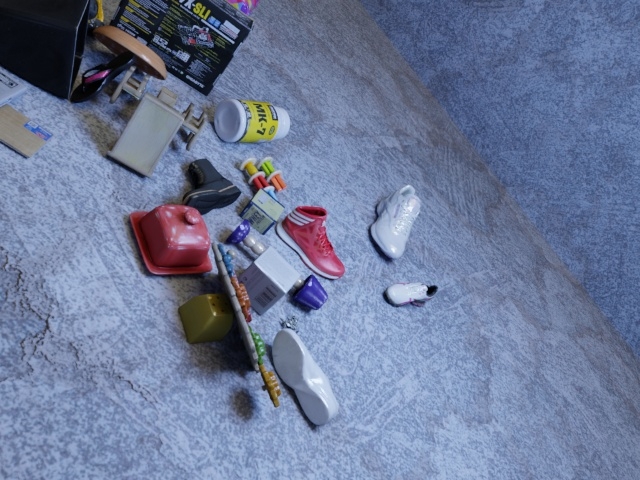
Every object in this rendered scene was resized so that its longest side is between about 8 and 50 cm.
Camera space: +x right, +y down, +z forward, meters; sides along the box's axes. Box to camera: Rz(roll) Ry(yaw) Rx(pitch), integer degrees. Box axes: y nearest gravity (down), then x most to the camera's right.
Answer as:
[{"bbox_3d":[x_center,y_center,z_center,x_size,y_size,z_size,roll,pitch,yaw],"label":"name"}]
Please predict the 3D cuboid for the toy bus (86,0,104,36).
[{"bbox_3d":[-0.641,-0.604,1.344,0.211,0.220,0.150,-1,83,-12],"label":"toy bus"}]

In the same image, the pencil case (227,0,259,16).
[{"bbox_3d":[-0.288,-0.880,2.043,0.104,0.104,0.236,34,35,-18],"label":"pencil case"}]

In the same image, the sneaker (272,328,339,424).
[{"bbox_3d":[-0.028,0.284,1.184,0.212,0.080,0.094,62,25,10],"label":"sneaker"}]

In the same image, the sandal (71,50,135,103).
[{"bbox_3d":[-0.509,-0.386,1.274,0.067,0.179,0.040,39,-12,31],"label":"sandal"}]

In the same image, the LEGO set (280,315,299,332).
[{"bbox_3d":[-0.066,0.197,1.260,0.054,0.023,0.083,26,39,-27],"label":"LEGO set"}]

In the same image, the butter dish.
[{"bbox_3d":[-0.292,-0.020,1.155,0.159,0.118,0.160,0,55,-46],"label":"butter dish"}]

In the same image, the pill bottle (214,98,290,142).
[{"bbox_3d":[-0.192,-0.341,1.587,0.208,0.119,0.119,-12,65,-52],"label":"pill bottle"}]

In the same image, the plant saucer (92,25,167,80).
[{"bbox_3d":[-0.473,-0.477,1.392,0.200,0.037,0.200,30,-2,1],"label":"plant saucer"}]

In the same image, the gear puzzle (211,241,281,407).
[{"bbox_3d":[-0.139,0.166,1.096,0.044,0.175,0.339,-19,65,-13],"label":"gear puzzle"}]

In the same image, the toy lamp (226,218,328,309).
[{"bbox_3d":[-0.097,0.062,1.318,0.274,0.080,0.080,43,34,-7],"label":"toy lamp"}]

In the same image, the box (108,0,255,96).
[{"bbox_3d":[-0.382,-0.585,1.509,0.322,0.257,0.079,29,37,-22],"label":"box"}]

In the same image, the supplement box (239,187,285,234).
[{"bbox_3d":[-0.149,-0.075,1.418,0.083,0.056,0.083,40,35,-10],"label":"supplement box"}]

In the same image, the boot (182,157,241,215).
[{"bbox_3d":[-0.295,-0.136,1.323,0.137,0.077,0.198,47,21,9],"label":"boot"}]

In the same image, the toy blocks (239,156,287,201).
[{"bbox_3d":[-0.140,-0.156,1.513,0.123,0.054,0.148,-14,66,-51],"label":"toy blocks"}]

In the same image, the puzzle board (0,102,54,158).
[{"bbox_3d":[-0.619,-0.225,1.110,0.128,0.011,0.096,35,35,-17],"label":"puzzle board"}]

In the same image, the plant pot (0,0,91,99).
[{"bbox_3d":[-0.614,-0.456,1.214,0.166,0.188,0.188,12,46,-21],"label":"plant pot"}]

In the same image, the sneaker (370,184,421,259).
[{"bbox_3d":[0.244,-0.070,1.750,0.114,0.152,0.305,35,37,-20],"label":"sneaker"}]

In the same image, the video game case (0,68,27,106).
[{"bbox_3d":[-0.727,-0.323,1.072,0.212,0.023,0.193,36,36,-10],"label":"video game case"}]

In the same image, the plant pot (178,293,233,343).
[{"bbox_3d":[-0.219,0.147,1.095,0.081,0.083,0.082,3,54,-45],"label":"plant pot"}]

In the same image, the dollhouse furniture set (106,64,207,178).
[{"bbox_3d":[-0.405,-0.276,1.319,0.212,0.161,0.242,31,15,-22],"label":"dollhouse furniture set"}]

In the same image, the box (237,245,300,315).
[{"bbox_3d":[-0.122,0.090,1.241,0.102,0.101,0.087,45,34,-2],"label":"box"}]

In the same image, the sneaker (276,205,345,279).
[{"bbox_3d":[0.000,0.000,1.437,0.221,0.128,0.087,38,36,-10],"label":"sneaker"}]

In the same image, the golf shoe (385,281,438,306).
[{"bbox_3d":[0.266,0.147,1.613,0.186,0.086,0.068,5,53,-43],"label":"golf shoe"}]
